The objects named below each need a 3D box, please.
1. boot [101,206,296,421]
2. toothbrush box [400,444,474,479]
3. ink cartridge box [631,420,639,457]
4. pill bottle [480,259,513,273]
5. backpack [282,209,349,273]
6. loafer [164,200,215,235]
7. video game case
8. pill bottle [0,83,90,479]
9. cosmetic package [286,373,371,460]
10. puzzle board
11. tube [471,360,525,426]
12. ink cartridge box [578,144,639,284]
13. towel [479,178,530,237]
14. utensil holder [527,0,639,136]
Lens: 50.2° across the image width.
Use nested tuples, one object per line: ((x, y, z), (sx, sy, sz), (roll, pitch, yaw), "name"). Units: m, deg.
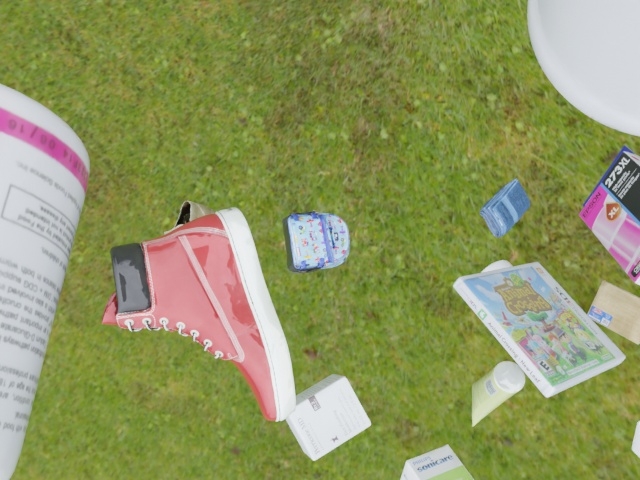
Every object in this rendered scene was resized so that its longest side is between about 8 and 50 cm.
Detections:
((-0.135, 0.105, 0.746), (0.176, 0.088, 0.244), (-21, 94, -17), "boot")
((0.284, 0.622, 1.454), (0.122, 0.283, 0.206), (-13, 130, -26), "toothbrush box")
((0.556, 0.288, 1.016), (0.143, 0.092, 0.090), (-28, 135, -11), "ink cartridge box")
((0.385, 0.136, 1.282), (0.117, 0.208, 0.118), (-21, 141, -18), "pill bottle")
((0.000, 0.000, 1.749), (0.173, 0.117, 0.158), (-5, 84, -16), "backpack")
((-0.193, 0.007, 0.934), (0.056, 0.148, 0.050), (-20, 131, 41), "loafer")
((0.311, 0.115, 0.962), (0.193, 0.212, 0.023), (53, 129, 29), "video game case")
((-0.240, 0.057, 0.386), (0.160, 0.283, 0.160), (5, 160, 2), "pill bottle")
((0.009, 0.472, 1.845), (0.183, 0.151, 0.151), (-29, 88, -15), "cosmetic package")
((0.675, 0.160, 1.533), (0.128, 0.011, 0.096), (33, 116, 38), "puzzle board")
((0.340, 0.302, 1.367), (0.062, 0.070, 0.240), (46, 157, 16), "tube")
((0.662, -0.068, 1.455), (0.069, 0.371, 0.176), (20, 117, -13), "ink cartridge box")
((0.343, -0.060, 1.256), (0.029, 0.119, 0.067), (-23, 103, 52), "towel")
((0.382, -0.310, 0.618), (0.327, 0.385, 0.328), (-2, 77, 9), "utensil holder")
